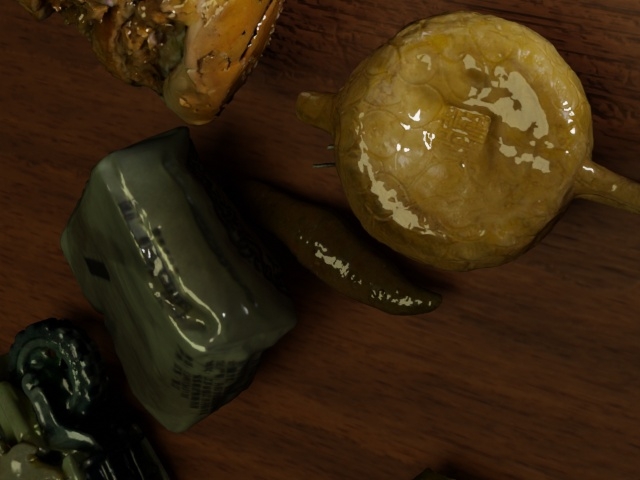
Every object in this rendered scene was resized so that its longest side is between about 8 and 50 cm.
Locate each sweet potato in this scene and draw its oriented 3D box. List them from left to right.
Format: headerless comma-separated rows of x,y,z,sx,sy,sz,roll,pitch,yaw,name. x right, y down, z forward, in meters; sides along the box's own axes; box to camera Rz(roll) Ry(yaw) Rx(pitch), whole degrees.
0.000,0.000,1.229,0.273,0.067,0.067,33,123,30,sweet potato

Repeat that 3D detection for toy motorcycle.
-0.269,0.296,1.461,0.237,0.168,0.410,-25,86,32,toy motorcycle

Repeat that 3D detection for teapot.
0.127,-0.075,1.064,0.311,0.167,0.203,16,92,7,teapot

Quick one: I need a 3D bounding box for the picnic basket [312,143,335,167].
0.037,-0.077,1.174,0.083,0.065,0.083,4,115,16,picnic basket

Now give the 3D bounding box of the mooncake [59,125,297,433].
-0.136,0.037,1.273,0.250,0.136,0.254,58,152,8,mooncake

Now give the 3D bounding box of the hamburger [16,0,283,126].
-0.130,-0.238,1.119,0.211,0.245,0.260,29,148,-1,hamburger

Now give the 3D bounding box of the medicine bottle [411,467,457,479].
0.163,0.304,1.194,0.238,0.124,0.124,25,120,26,medicine bottle
